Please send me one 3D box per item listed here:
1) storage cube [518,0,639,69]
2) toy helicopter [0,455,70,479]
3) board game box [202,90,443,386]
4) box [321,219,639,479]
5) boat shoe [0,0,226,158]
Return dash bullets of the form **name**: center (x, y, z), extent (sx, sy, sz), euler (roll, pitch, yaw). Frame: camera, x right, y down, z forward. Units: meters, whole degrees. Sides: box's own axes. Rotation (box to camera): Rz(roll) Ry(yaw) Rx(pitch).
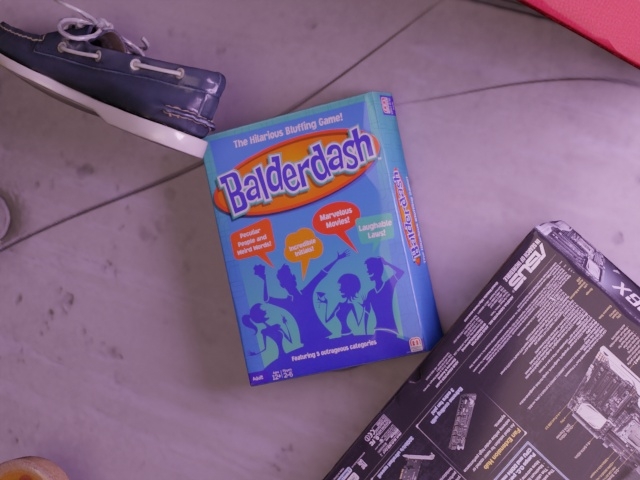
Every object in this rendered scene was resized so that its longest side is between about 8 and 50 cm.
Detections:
- **storage cube**: center (0.223, -0.230, 1.229), extent (0.193, 0.215, 0.184), euler (32, 104, 12)
- **toy helicopter**: center (-0.339, 0.327, 1.544), extent (0.355, 0.140, 0.235), euler (-42, 77, 16)
- **board game box**: center (0.000, 0.000, 1.422), extent (0.160, 0.047, 0.210), euler (-14, 86, 24)
- **box**: center (0.166, 0.177, 1.343), extent (0.242, 0.076, 0.307), euler (43, 108, 16)
- **boat shoe**: center (-0.182, -0.143, 1.462), extent (0.254, 0.095, 0.079), euler (25, 92, 39)
